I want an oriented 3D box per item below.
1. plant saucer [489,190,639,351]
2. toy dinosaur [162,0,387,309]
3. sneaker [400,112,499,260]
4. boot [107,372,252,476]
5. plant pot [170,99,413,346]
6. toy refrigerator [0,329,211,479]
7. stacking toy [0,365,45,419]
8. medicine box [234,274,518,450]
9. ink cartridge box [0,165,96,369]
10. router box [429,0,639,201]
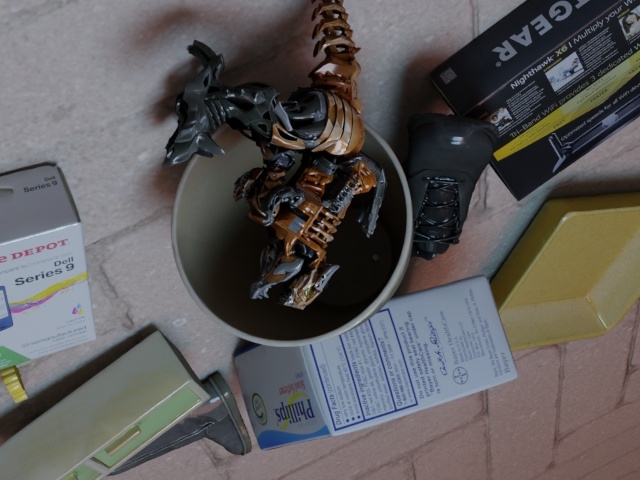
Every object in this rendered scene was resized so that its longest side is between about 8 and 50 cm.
[{"bbox_3d":[0.406,0.036,1.749,0.333,0.081,0.332,-5,139,-33],"label":"plant saucer"},{"bbox_3d":[-0.035,-0.103,1.090,0.218,0.322,0.164,11,159,-10],"label":"toy dinosaur"},{"bbox_3d":[0.142,-0.057,1.295,0.109,0.130,0.286,7,162,3],"label":"sneaker"},{"bbox_3d":[-0.215,0.291,1.606,0.208,0.076,0.189,-30,134,-14],"label":"boot"},{"bbox_3d":[0.000,0.000,1.263,0.256,0.256,0.274,-35,165,7],"label":"plant pot"},{"bbox_3d":[-0.280,0.243,1.427,0.269,0.094,0.102,-36,157,-6],"label":"toy refrigerator"},{"bbox_3d":[-0.432,0.244,1.393,0.167,0.052,0.221,-23,147,-12],"label":"stacking toy"},{"bbox_3d":[0.068,0.171,1.508,0.289,0.149,0.263,-12,171,-25],"label":"medicine box"},{"bbox_3d":[-0.327,0.036,1.162,0.154,0.093,0.212,-16,143,-20],"label":"ink cartridge box"},{"bbox_3d":[0.313,-0.209,1.347,0.309,0.081,0.243,-36,147,8],"label":"router box"}]
